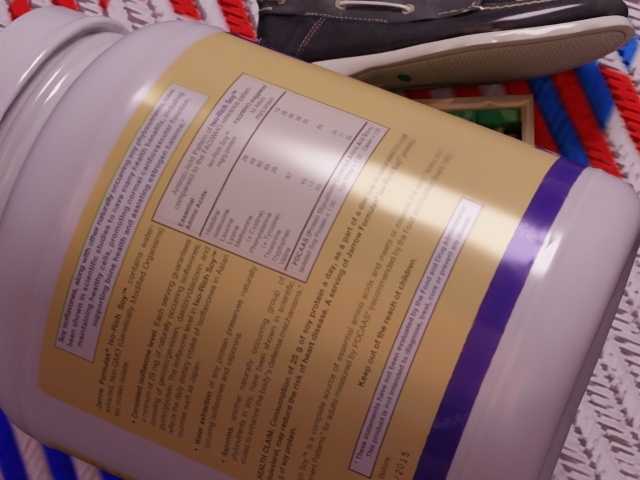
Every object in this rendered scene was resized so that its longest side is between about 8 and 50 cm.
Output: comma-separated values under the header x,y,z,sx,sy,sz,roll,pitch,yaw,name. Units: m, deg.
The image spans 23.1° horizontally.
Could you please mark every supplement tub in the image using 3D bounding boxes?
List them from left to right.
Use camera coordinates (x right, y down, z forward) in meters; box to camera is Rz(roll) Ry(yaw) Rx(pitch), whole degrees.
x,y,z,sx,sy,sz,roll,pitch,yaw,name
-0.024,0.027,0.819,0.331,0.241,0.241,22,82,12,supplement tub

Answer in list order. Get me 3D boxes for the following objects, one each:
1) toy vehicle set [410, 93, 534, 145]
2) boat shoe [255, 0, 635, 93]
x,y,z,sx,sy,sz,roll,pitch,yaw,name
0.000,0.000,0.964,0.266,0.035,0.166,-3,78,8,toy vehicle set
0.073,-0.134,0.957,0.233,0.084,0.079,-4,78,11,boat shoe
